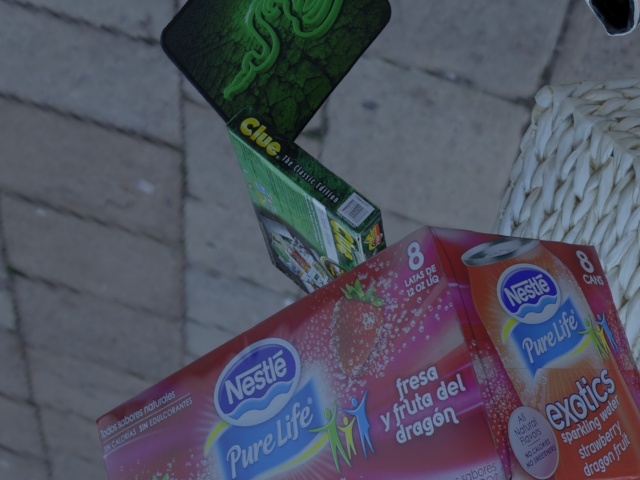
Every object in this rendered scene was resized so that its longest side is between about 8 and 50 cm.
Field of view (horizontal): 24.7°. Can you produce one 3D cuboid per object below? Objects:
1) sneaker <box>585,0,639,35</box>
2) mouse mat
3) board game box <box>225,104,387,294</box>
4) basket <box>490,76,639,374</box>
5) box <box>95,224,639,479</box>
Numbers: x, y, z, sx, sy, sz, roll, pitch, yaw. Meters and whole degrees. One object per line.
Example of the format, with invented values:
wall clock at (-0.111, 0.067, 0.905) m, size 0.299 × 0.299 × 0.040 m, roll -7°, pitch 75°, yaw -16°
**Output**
sneaker at (0.164, -0.169, 0.855) m, size 0.040 × 0.044 × 0.109 m, roll -21°, pitch 114°, yaw 33°
mouse mat at (-0.031, -0.176, 1.190) m, size 0.007 × 0.189 × 0.152 m, roll 8°, pitch 146°, yaw 53°
board game box at (0.000, 0.000, 1.156) m, size 0.136 × 0.030 × 0.259 m, roll 42°, pitch 167°, yaw 20°
basket at (0.329, 0.051, 1.191) m, size 0.331 × 0.266 × 0.328 m, roll -7°, pitch 129°, yaw -30°
box at (0.020, 0.101, 0.716) m, size 0.128 × 0.122 × 0.257 m, roll 6°, pitch 152°, yaw -44°
